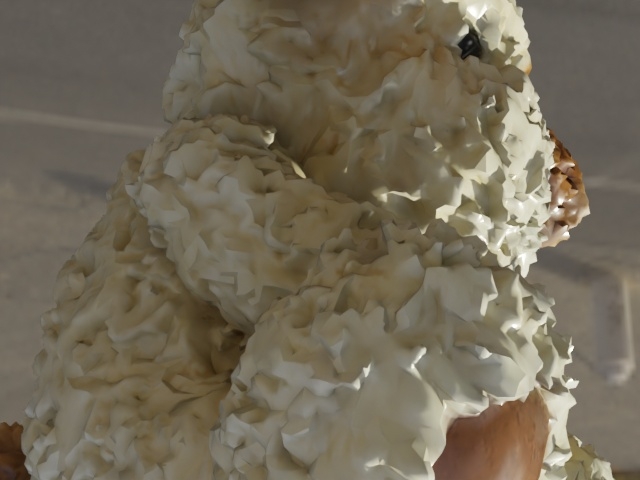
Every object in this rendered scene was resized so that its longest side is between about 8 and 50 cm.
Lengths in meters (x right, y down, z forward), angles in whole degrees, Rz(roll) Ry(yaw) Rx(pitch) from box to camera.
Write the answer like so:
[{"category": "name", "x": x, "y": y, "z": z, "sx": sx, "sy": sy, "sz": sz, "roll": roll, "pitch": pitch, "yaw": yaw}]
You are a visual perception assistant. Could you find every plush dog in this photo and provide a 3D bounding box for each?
[{"category": "plush dog", "x": 0.000, "y": 0.000, "z": 0.490, "sx": 0.211, "sy": 0.225, "sz": 0.262, "roll": 12, "pitch": 161, "yaw": 21}]
